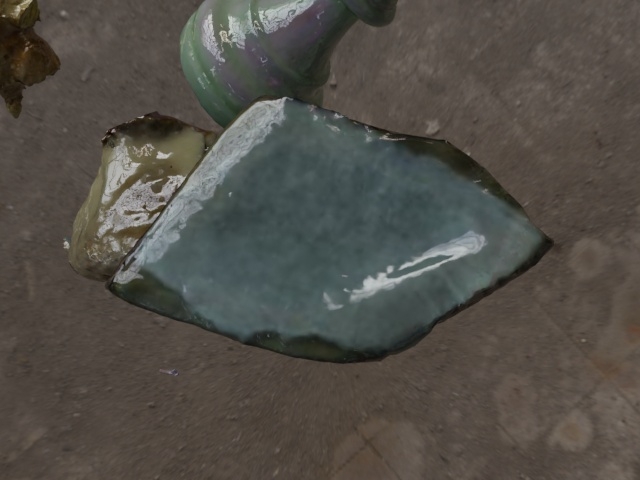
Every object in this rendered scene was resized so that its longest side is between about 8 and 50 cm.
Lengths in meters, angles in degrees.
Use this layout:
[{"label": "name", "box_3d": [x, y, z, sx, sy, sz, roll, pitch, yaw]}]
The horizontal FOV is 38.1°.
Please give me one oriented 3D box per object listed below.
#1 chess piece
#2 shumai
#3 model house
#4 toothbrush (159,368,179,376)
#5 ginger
[{"label": "chess piece", "box_3d": [0.018, -0.196, 0.738, 0.272, 0.139, 0.139, -32, 84, 35]}, {"label": "shumai", "box_3d": [-0.143, -0.050, 0.815, 0.201, 0.201, 0.120, -24, 103, -2]}, {"label": "model house", "box_3d": [0.007, 0.002, 0.439, 0.165, 0.152, 0.106, 20, 87, 0]}, {"label": "toothbrush", "box_3d": [-0.187, 0.161, 1.139, 0.006, 0.097, 0.008, -34, 96, -21]}, {"label": "ginger", "box_3d": [-0.418, -0.261, 1.187, 0.157, 0.102, 0.216, -5, 116, 9]}]
